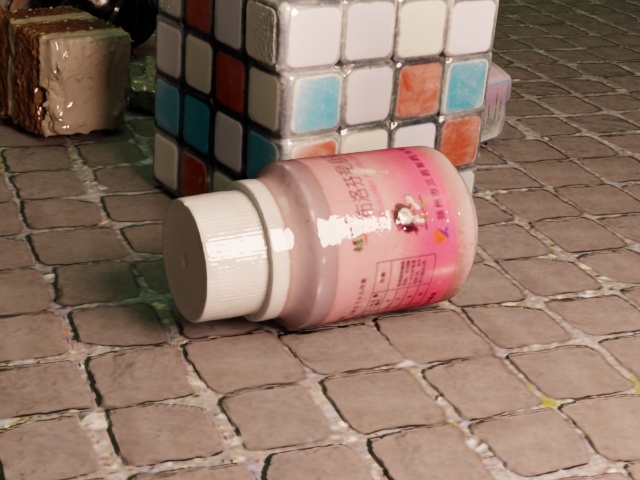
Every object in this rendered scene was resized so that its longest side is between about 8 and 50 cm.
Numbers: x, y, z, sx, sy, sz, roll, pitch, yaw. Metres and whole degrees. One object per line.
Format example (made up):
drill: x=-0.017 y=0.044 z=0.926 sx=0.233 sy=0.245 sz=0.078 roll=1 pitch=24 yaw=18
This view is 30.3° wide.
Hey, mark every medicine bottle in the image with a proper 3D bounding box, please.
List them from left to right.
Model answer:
medicine bottle: x=0.000 y=0.000 z=0.982 sx=0.247 sy=0.147 sz=0.147 roll=-8 pitch=26 yaw=-27
medicine bottle: x=0.126 y=-0.165 z=1.426 sx=0.188 sy=0.094 sz=0.119 roll=-19 pitch=43 yaw=-31

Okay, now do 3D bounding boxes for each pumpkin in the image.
pumpkin: x=-0.326 y=-0.367 z=1.746 sx=0.150 sy=0.194 sz=0.194 roll=-5 pitch=15 yaw=34

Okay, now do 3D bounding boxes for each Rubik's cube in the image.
Rubik's cube: x=-0.003 y=-0.154 z=1.198 sx=0.258 sy=0.254 sz=0.256 roll=-14 pitch=29 yaw=-33

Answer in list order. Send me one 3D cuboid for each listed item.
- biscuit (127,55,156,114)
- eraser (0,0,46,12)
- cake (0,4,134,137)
biscuit: x=-0.173 y=-0.197 z=1.542 sx=0.188 sy=0.040 sz=0.265 roll=-9 pitch=25 yaw=-29
eraser: x=-0.449 y=-0.404 z=1.828 sx=0.087 sy=0.171 sz=0.290 roll=25 pitch=26 yaw=2
cake: x=-0.306 y=-0.202 z=1.409 sx=0.147 sy=0.135 sz=0.134 roll=21 pitch=26 yaw=35
